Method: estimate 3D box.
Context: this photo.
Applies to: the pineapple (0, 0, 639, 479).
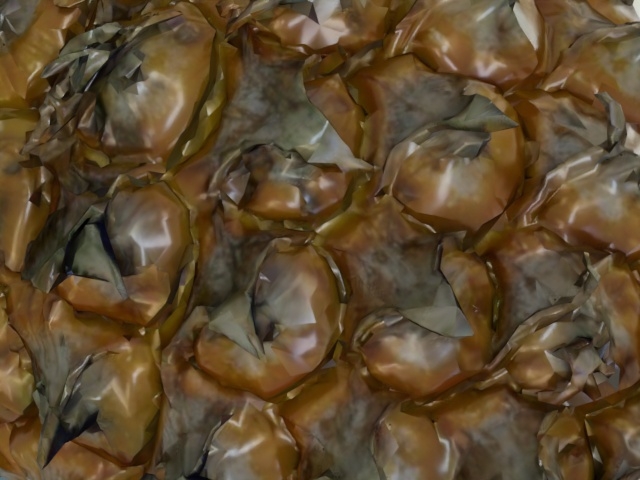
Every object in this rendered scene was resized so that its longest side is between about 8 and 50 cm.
[{"bbox_3d":[-0.002,0.001,0.655,0.352,0.300,0.352,-45,177,-3],"label":"pineapple"}]
